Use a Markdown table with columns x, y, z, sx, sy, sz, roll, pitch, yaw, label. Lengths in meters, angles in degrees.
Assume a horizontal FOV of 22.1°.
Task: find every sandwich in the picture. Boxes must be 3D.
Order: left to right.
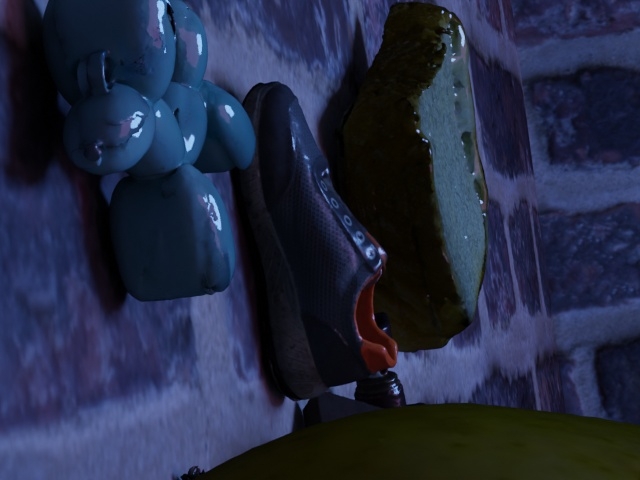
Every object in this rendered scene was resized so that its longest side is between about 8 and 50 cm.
| x | y | z | sx | sy | sz | roll | pitch | yaw | label |
| --- | --- | --- | --- | --- | --- | --- | --- | --- | --- |
| 0.079 | -0.054 | 1.334 | 0.251 | 0.087 | 0.226 | -66 | 145 | -61 | sandwich |

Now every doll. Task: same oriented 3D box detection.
| x | y | z | sx | sy | sz | roll | pitch | yaw | label |
| --- | --- | --- | --- | --- | --- | --- | --- | --- | --- |
| -0.077 | -0.054 | 0.731 | 0.159 | 0.059 | 0.158 | -77 | 158 | -53 | doll |

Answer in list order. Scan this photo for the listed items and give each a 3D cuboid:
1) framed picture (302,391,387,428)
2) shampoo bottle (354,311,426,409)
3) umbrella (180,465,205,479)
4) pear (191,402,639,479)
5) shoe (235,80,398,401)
| x | y | z | sx | sy | sz | roll | pitch | yaw | label |
| --- | --- | --- | --- | --- | --- | --- | --- | --- | --- |
| 0.074 | 0.165 | 1.021 | 0.023 | 0.168 | 0.128 | -58 | -155 | 31 | framed picture |
| 0.054 | 0.169 | 1.137 | 0.068 | 0.067 | 0.236 | -134 | -147 | -74 | shampoo bottle |
| -0.062 | 0.145 | 0.772 | 0.031 | 0.020 | 0.083 | 67 | 15 | -50 | umbrella |
| 0.043 | 0.225 | 0.438 | 0.418 | 0.362 | 0.362 | -42 | 127 | -44 | pear |
| 0.000 | -0.002 | 0.986 | 0.074 | 0.077 | 0.194 | -20 | 102 | -76 | shoe |
